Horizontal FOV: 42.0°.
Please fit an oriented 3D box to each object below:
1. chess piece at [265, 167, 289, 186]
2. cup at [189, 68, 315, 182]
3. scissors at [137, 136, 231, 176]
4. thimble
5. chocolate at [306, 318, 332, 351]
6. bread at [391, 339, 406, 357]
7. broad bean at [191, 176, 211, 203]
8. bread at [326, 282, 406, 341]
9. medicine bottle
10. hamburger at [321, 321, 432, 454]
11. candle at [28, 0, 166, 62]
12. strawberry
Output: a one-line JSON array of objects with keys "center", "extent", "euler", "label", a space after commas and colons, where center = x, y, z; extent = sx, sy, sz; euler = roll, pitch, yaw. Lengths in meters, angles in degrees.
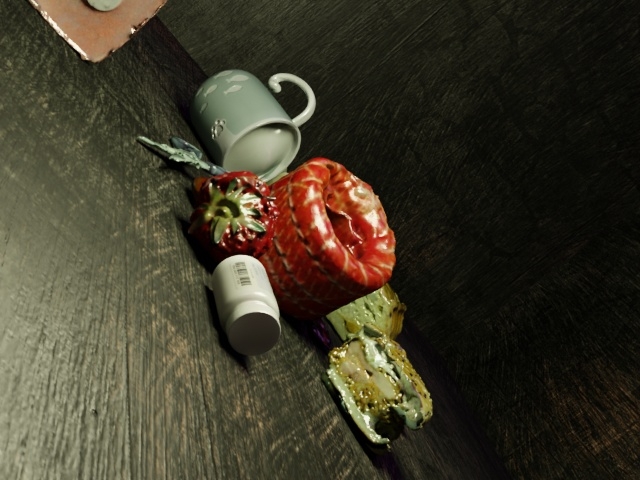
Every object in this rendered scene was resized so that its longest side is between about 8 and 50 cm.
[{"center": [-0.156, -0.196, 2.631], "extent": [0.330, 0.182, 0.182], "euler": [50, 5, 30], "label": "chess piece"}, {"center": [-0.193, -0.370, 2.451], "extent": [0.275, 0.356, 0.259], "euler": [54, -3, 28], "label": "cup"}, {"center": [-0.299, -0.188, 1.931], "extent": [0.256, 0.029, 0.383], "euler": [34, 6, 11], "label": "scissors"}, {"center": [0.000, 0.000, 1.933], "extent": [0.350, 0.230, 0.350], "euler": [38, 36, -35], "label": "thimble"}, {"center": [-0.009, 0.211, 2.062], "extent": [0.086, 0.028, 0.182], "euler": [47, 10, -24], "label": "chocolate"}, {"center": [0.179, 0.362, 2.173], "extent": [0.134, 0.081, 0.225], "euler": [32, 41, -45], "label": "bread"}, {"center": [-0.232, -0.087, 1.851], "extent": [0.165, 0.084, 0.114], "euler": [47, 2, 39], "label": "broad bean"}, {"center": [0.136, 0.206, 2.378], "extent": [0.239, 0.196, 0.252], "euler": [52, 9, 7], "label": "bread"}, {"center": [-0.128, 0.110, 1.437], "extent": [0.103, 0.102, 0.187], "euler": [49, 7, -30], "label": "medicine bottle"}, {"center": [0.131, 0.324, 1.811], "extent": [0.288, 0.167, 0.192], "euler": [56, 9, 30], "label": "hamburger"}, {"center": [-0.487, -0.542, 1.827], "extent": [0.131, 0.316, 0.287], "euler": [-122, -147, -61], "label": "candle"}, {"center": [-0.167, -0.032, 1.653], "extent": [0.187, 0.184, 0.201], "euler": [46, -17, 14], "label": "strawberry"}]
